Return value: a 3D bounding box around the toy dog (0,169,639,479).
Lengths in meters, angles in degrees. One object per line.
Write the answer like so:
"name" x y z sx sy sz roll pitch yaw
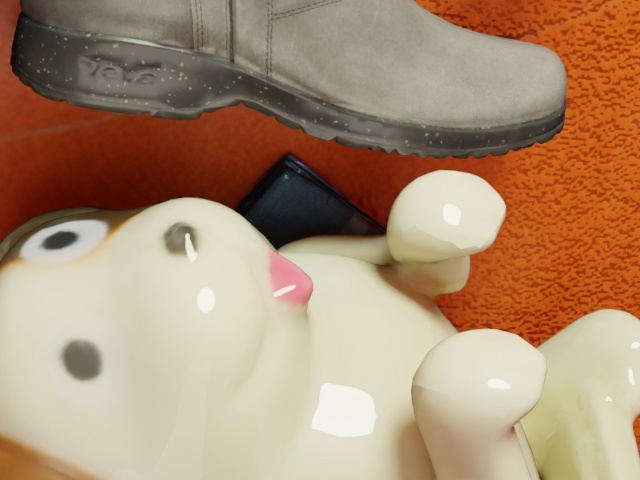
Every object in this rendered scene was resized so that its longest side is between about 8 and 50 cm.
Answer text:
"toy dog" -0.017 0.117 0.676 0.395 0.284 0.408 -29 132 35

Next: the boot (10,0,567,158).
"boot" 0.008 -0.171 0.622 0.338 0.118 0.222 4 111 -22

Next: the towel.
"towel" 0.000 0.000 0.755 0.119 0.029 0.067 36 107 -29
